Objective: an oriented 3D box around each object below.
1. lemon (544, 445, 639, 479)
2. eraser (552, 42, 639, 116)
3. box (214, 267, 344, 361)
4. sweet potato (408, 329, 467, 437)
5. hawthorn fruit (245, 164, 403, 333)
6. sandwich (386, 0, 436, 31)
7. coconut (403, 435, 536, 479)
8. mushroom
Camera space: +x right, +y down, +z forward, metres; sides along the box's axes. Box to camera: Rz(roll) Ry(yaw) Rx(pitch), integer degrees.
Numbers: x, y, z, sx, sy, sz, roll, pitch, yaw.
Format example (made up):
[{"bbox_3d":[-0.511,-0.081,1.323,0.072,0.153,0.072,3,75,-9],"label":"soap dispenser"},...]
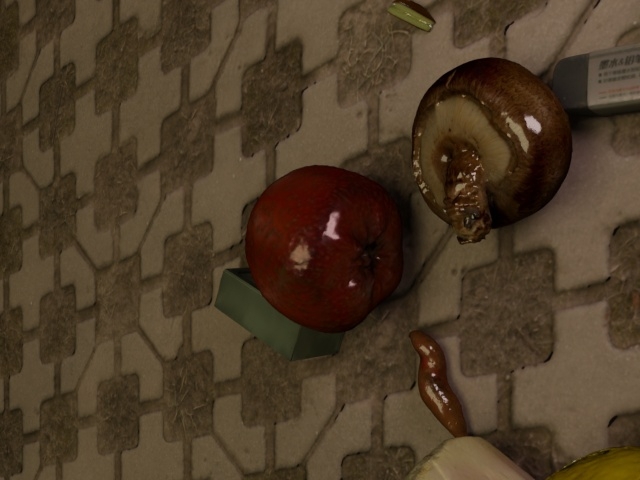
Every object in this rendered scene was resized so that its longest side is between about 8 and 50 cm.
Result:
[{"bbox_3d":[0.411,0.441,1.126,0.387,0.350,0.349,42,129,-16],"label":"lemon"},{"bbox_3d":[0.482,-0.228,1.228,0.351,0.061,0.089,-2,81,43],"label":"eraser"},{"bbox_3d":[-0.075,0.131,1.708,0.225,0.129,0.086,29,110,38],"label":"box"},{"bbox_3d":[0.193,0.242,1.515,0.055,0.058,0.202,-44,61,57],"label":"sweet potato"},{"bbox_3d":[0.000,0.000,1.544,0.299,0.275,0.275,39,116,36],"label":"hawthorn fruit"},{"bbox_3d":[0.156,-0.389,1.548,0.031,0.083,0.044,-57,12,34],"label":"sandwich"},{"bbox_3d":[0.244,0.441,1.355,0.244,0.239,0.239,44,119,37],"label":"coconut"},{"bbox_3d":[0.252,-0.130,1.363,0.297,0.163,0.278,-14,76,61],"label":"mushroom"}]
